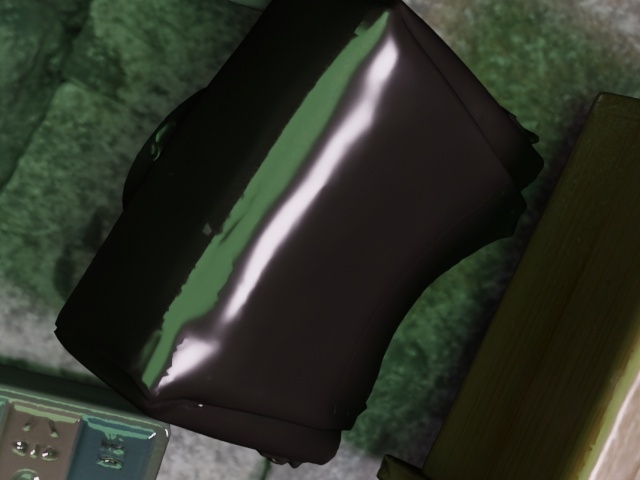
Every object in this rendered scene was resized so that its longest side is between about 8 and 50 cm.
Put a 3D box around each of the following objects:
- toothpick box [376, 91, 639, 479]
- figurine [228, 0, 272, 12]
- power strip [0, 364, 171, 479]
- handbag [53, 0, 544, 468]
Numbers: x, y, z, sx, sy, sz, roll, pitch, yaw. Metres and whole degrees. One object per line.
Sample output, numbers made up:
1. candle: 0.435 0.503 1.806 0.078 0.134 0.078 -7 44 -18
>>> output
1. toothpick box: 0.208 0.077 1.068 0.190 0.187 0.308 26 89 -30
2. figurine: -0.026 -0.247 0.994 0.145 0.145 0.222 10 100 -13
3. power strip: -0.221 0.151 1.073 0.216 0.061 0.145 16 103 -13
4. handbag: 0.000 0.000 1.019 0.285 0.113 0.257 -56 137 0
